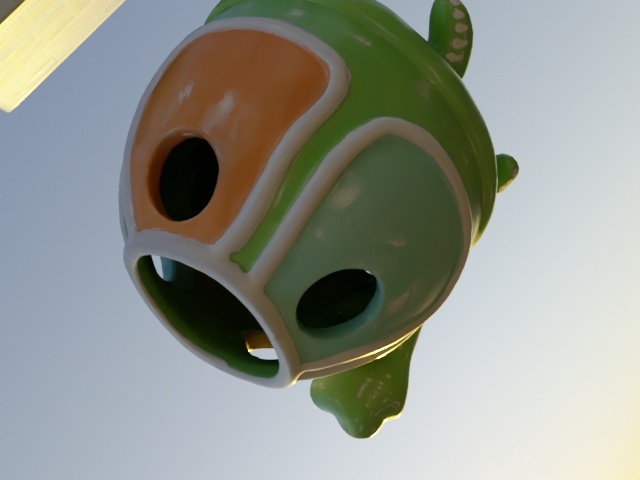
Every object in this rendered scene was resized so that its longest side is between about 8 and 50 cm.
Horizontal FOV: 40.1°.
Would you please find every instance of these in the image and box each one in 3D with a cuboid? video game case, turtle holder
[{"bbox_3d":[-0.239,-0.216,0.800,0.227,0.026,0.206,-45,4,-3],"label":"video game case"},{"bbox_3d":[-0.016,-0.011,0.621,0.227,0.243,0.320,-56,-13,-31],"label":"turtle holder"}]
